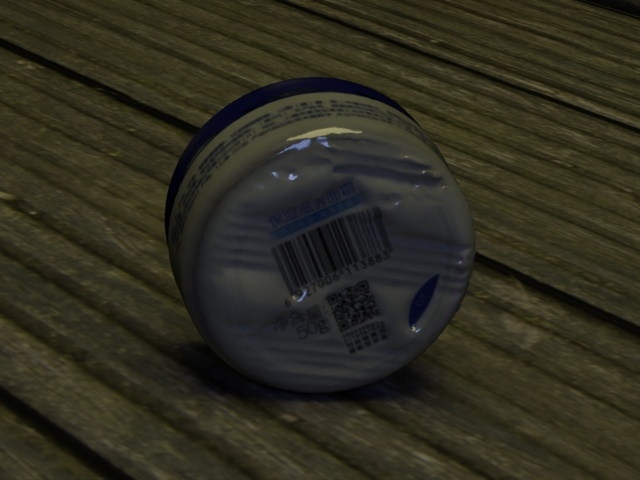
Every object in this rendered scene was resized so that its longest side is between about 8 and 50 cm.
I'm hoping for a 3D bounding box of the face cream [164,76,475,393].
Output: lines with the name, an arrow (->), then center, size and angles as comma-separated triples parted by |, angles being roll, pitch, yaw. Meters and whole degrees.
face cream -> 0.000, 0.000, 1.138 | 0.206, 0.206, 0.111 | 1, 25, -16
